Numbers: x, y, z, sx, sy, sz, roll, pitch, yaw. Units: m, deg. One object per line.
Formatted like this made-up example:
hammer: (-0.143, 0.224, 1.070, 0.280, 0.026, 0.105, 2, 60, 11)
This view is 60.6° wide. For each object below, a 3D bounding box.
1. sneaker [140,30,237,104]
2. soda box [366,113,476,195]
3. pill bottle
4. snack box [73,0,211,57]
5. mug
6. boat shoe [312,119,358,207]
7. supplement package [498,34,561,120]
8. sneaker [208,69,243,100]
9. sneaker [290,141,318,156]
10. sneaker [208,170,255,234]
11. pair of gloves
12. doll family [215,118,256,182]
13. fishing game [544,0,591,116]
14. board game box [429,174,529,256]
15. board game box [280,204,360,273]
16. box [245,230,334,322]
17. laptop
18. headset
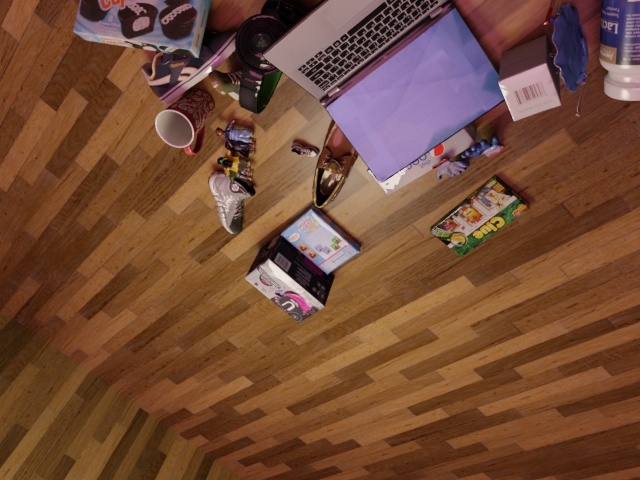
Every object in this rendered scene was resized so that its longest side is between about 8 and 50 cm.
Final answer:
sneaker: (-0.354, -0.481, 1.446, 0.321, 0.126, 0.127, -23, 122, 33)
soda box: (0.267, -0.239, 1.456, 0.286, 0.091, 0.098, -31, 111, 35)
pill bottle: (0.660, -0.436, 1.125, 0.153, 0.153, 0.264, -2, 126, 20)
snack box: (-0.443, -0.580, 1.372, 0.322, 0.060, 0.186, 11, 88, 10)
mug: (-0.375, -0.336, 1.540, 0.113, 0.169, 0.150, 20, 132, 1)
boat shoe: (0.049, -0.221, 1.534, 0.111, 0.104, 0.307, 18, 131, 4)
supplement package: (0.469, -0.365, 1.225, 0.105, 0.179, 0.105, -17, 121, 33)
sneaker: (-0.219, -0.420, 1.426, 0.086, 0.192, 0.064, -26, 89, 12)
sneaker: (-0.047, -0.255, 1.584, 0.083, 0.037, 0.031, 16, 129, 3)
sneaker: (-0.260, -0.118, 1.736, 0.132, 0.086, 0.228, -5, 125, 19)
pair of gloves: (0.379, -0.209, 1.417, 0.198, 0.159, 0.023, -30, 73, 32)
doll family: (-0.255, -0.261, 1.616, 0.112, 0.076, 0.192, 11, 105, 7)
fishing game: (0.529, -0.413, 1.177, 0.041, 0.189, 0.264, 1, 148, 43)
board game box: (0.453, -0.064, 1.577, 0.136, 0.030, 0.260, 34, 130, -13)
board game box: (0.000, 0.000, 1.772, 0.211, 0.039, 0.160, 41, 128, -16)
box: (-0.101, 0.126, 1.823, 0.247, 0.163, 0.142, 41, 127, -15)
laptop: (0.162, -0.370, 1.215, 0.382, 0.408, 0.236, -34, 68, 19)
headset: (-0.081, -0.472, 1.282, 0.185, 0.243, 0.394, 22, 132, 0)
